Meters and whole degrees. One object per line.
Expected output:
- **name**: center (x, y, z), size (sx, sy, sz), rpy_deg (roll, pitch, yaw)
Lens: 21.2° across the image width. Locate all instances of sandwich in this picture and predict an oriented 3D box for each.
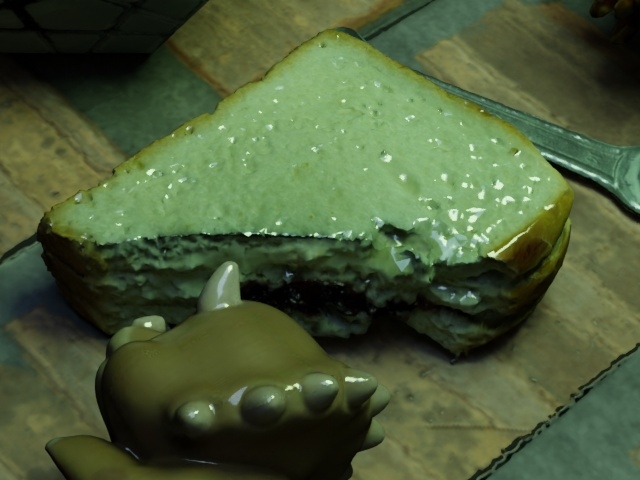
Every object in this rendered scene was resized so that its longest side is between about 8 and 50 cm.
- **sandwich**: center (0.000, -0.003, 1.115), size (0.288, 0.099, 0.254), rpy_deg (-35, 60, -29)

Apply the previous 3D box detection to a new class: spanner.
- **spanner**: center (0.126, -0.086, 1.250), size (0.302, 0.017, 0.071), rpy_deg (22, 52, 12)

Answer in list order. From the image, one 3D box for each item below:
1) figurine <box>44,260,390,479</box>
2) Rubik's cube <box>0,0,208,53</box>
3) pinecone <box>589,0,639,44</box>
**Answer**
- **figurine**: center (-0.029, 0.136, 0.948), size (0.173, 0.177, 0.247), rpy_deg (-37, 48, -9)
- **Rubik's cube**: center (-0.178, -0.284, 1.227), size (0.264, 0.319, 0.319), rpy_deg (-31, 55, 3)
- **pinecone**: center (0.302, -0.220, 1.220), size (0.264, 0.264, 0.264), rpy_deg (2, 50, -3)
